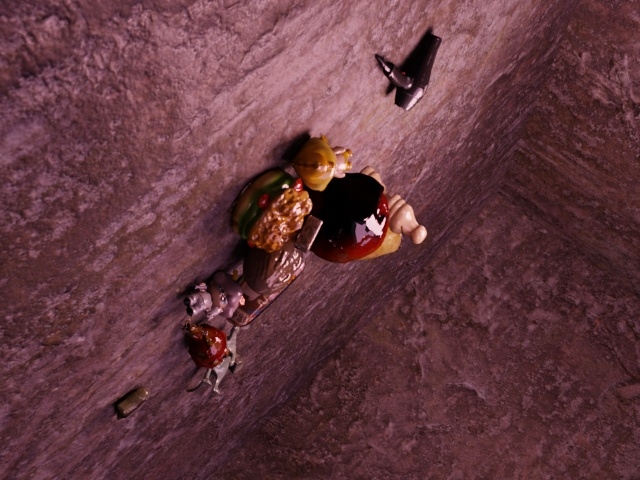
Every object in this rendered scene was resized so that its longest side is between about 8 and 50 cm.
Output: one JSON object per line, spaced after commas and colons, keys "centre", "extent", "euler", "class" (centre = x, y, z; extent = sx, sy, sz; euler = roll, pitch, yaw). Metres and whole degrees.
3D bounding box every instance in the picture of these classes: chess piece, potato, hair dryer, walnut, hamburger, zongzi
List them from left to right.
{"centre": [-0.591, 0.513, 1.838], "extent": [0.109, 0.055, 0.119], "euler": [-35, 168, -36], "class": "zongzi"}
{"centre": [-0.145, 0.063, 1.725], "extent": [0.178, 0.178, 0.230], "euler": [105, 8, -52], "class": "walnut"}
{"centre": [-0.121, -0.072, 1.580], "extent": [0.237, 0.149, 0.237], "euler": [-39, 158, -19], "class": "hamburger"}
{"centre": [0.157, -0.028, 2.199], "extent": [0.266, 0.229, 0.229], "euler": [-13, 143, -34], "class": "potato"}
{"centre": [0.248, -0.110, 2.033], "extent": [0.139, 0.307, 0.124], "euler": [-52, 161, 12], "class": "chess piece"}
{"centre": [0.244, -0.497, 1.659], "extent": [0.271, 0.091, 0.236], "euler": [-4, 123, -57], "class": "hair dryer"}

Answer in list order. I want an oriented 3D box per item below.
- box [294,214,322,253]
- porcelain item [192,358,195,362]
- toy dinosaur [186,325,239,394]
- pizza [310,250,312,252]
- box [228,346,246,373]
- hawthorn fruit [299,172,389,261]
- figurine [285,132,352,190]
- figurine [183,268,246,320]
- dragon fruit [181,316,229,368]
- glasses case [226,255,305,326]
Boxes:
{"centre": [-0.034, -0.017, 1.626], "extent": [0.098, 0.045, 0.062], "euler": [-62, 180, -11], "class": "box"}
{"centre": [-0.405, 0.389, 2.014], "extent": [0.083, 0.028, 0.036], "euler": [-39, 123, -30], "class": "porcelain item"}
{"centre": [-0.373, 0.452, 2.061], "extent": [0.393, 0.092, 0.206], "euler": [-55, -161, 41], "class": "toy dinosaur"}
{"centre": [-0.012, 0.008, 2.137], "extent": [0.099, 0.029, 0.100], "euler": [-49, 159, 26], "class": "pizza"}
{"centre": [-0.332, 0.467, 2.263], "extent": [0.060, 0.063, 0.085], "euler": [-29, 154, -43], "class": "box"}
{"centre": [0.078, -0.074, 1.791], "extent": [0.316, 0.316, 0.316], "euler": [-41, 159, -19], "class": "hawthorn fruit"}
{"centre": [0.007, -0.217, 1.617], "extent": [0.246, 0.131, 0.156], "euler": [-12, 105, -57], "class": "figurine"}
{"centre": [-0.300, 0.165, 1.702], "extent": [0.112, 0.137, 0.229], "euler": [-23, 177, 42], "class": "figurine"}
{"centre": [-0.372, 0.317, 1.845], "extent": [0.246, 0.125, 0.125], "euler": [63, 38, -48], "class": "dragon fruit"}
{"centre": [-0.184, 0.141, 1.876], "extent": [0.321, 0.122, 0.082], "euler": [-44, 161, -11], "class": "glasses case"}
